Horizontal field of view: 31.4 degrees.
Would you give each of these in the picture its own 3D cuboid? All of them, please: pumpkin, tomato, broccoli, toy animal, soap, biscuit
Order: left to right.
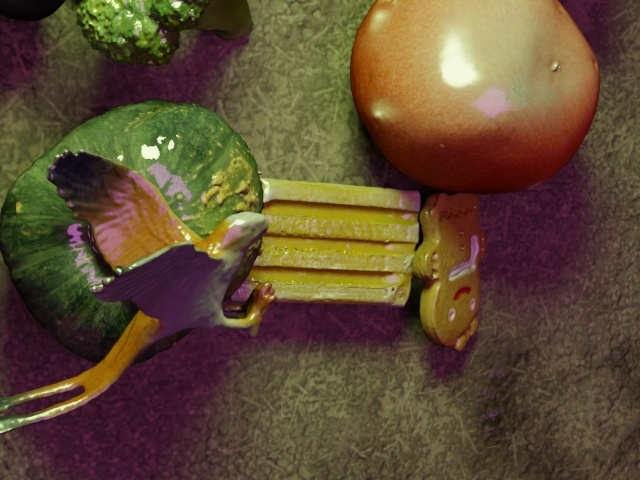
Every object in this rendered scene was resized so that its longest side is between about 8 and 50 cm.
[{"bbox_3d":[-0.218,-0.015,1.396,0.328,0.257,0.291,-31,103,-11],"label":"pumpkin"},{"bbox_3d":[-0.182,0.090,1.228,0.302,0.225,0.284,9,115,-36],"label":"toy animal"},{"bbox_3d":[-0.165,-0.349,1.371,0.186,0.302,0.254,31,118,1],"label":"broccoli"},{"bbox_3d":[0.000,0.000,1.587,0.274,0.089,0.173,4,93,-25],"label":"soap"},{"bbox_3d":[0.193,0.046,1.665,0.184,0.035,0.248,-15,109,-52],"label":"biscuit"},{"bbox_3d":[0.220,-0.229,1.554,0.341,0.273,0.341,1,89,-24],"label":"tomato"}]

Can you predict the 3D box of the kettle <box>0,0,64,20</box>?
[{"bbox_3d":[-0.357,-0.388,1.300,0.271,0.251,0.207,67,26,-10],"label":"kettle"}]
